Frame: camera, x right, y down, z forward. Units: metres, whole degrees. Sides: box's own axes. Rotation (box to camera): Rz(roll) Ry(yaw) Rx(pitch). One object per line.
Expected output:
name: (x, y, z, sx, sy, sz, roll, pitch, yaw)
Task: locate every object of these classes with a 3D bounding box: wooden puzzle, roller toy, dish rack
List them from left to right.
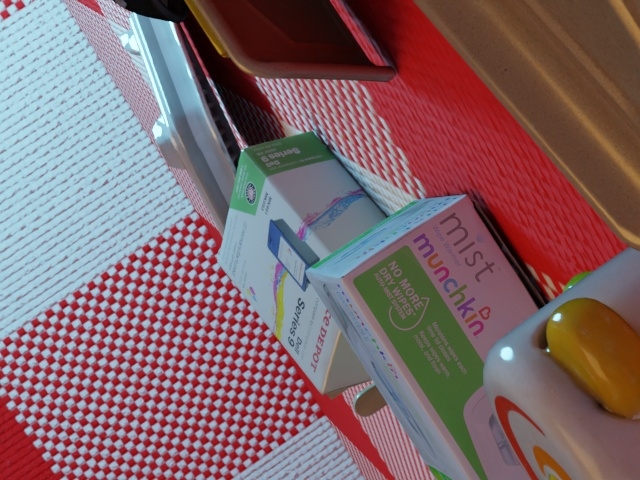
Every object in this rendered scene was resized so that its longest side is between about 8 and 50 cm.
dish rack: (-0.139, -0.115, 2.237, 0.333, 0.072, 0.285, 64, -178, -50)
wooden puzzle: (-0.065, -0.198, 1.370, 0.239, 0.044, 0.221, 53, -159, 12)
wooden puzzle: (0.074, -0.195, 0.748, 0.322, 0.080, 0.348, 52, 167, 26)
roller toy: (0.185, 0.109, 1.046, 0.191, 0.146, 0.209, 55, 172, 2)

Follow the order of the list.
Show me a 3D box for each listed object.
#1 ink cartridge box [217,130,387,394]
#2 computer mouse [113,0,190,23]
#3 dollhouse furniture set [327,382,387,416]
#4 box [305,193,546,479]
ink cartridge box: (-0.002, 0.021, 1.879, 0.212, 0.093, 0.154, 49, 140, 34)
computer mouse: (-0.210, -0.322, 1.879, 0.262, 0.060, 0.184, 28, -125, -63)
dollhouse furniture set: (0.039, 0.118, 2.119, 0.144, 0.123, 0.151, 61, 171, -33)
box: (0.120, 0.102, 1.537, 0.262, 0.127, 0.231, 58, 174, -5)
